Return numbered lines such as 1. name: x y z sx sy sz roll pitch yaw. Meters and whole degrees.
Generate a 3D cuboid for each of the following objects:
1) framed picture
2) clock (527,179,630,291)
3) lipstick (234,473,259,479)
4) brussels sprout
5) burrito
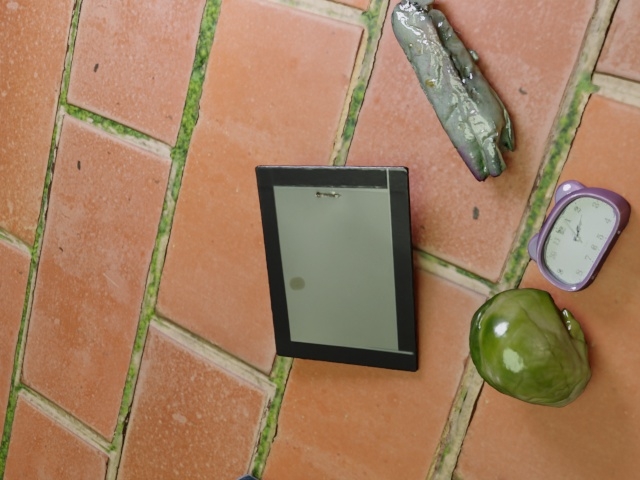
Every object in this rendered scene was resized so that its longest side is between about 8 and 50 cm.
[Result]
1. framed picture: 0.028 0.045 1.285 0.265 0.016 0.347 2 109 25
2. clock: 0.356 -0.007 1.109 0.110 0.050 0.153 32 112 24
3. lipstick: -0.049 0.519 1.413 0.289 0.077 0.076 20 107 28
4. brussels sprout: 0.292 0.160 1.126 0.183 0.145 0.131 65 148 14
5. burrito: 0.197 -0.231 1.166 0.096 0.066 0.309 -33 79 35
